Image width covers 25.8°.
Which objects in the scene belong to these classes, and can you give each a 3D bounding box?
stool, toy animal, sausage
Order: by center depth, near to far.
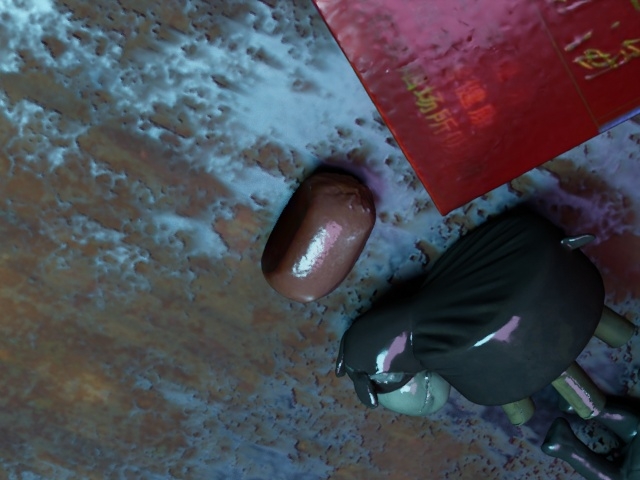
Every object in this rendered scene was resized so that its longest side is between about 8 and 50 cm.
[{"bbox_3d":[0.000,0.000,0.931,0.054,0.059,0.094,19,113,-27],"label":"sausage"},{"bbox_3d":[0.110,0.068,0.942,0.217,0.125,0.121,-32,118,24],"label":"stool"},{"bbox_3d":[0.264,0.139,0.960,0.146,0.245,0.114,34,78,-14],"label":"toy animal"}]

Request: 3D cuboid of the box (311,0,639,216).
[{"bbox_3d":[0.160,-0.174,0.828,0.313,0.089,0.197,-28,115,11],"label":"box"}]
